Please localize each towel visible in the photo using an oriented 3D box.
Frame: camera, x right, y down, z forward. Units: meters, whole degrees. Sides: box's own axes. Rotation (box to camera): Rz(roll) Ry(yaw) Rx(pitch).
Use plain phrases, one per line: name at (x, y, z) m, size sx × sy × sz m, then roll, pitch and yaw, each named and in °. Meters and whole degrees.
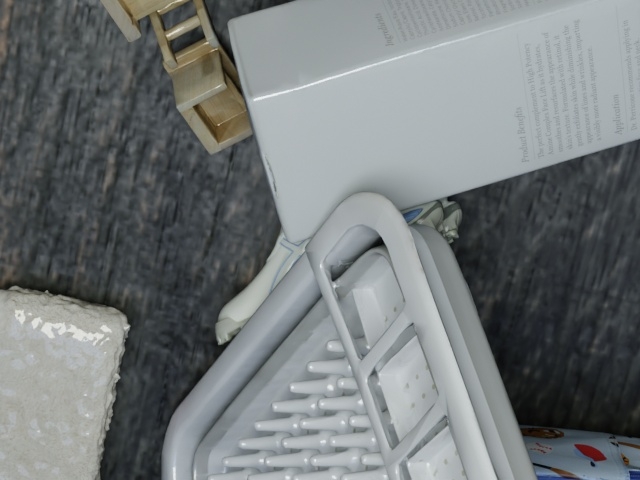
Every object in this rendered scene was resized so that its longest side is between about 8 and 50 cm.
towel at (-0.235, 0.155, 1.226) m, size 0.187 × 0.049 × 0.282 m, roll 13°, pitch 107°, yaw -3°

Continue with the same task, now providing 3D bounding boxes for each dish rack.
dish rack at (0.023, 0.163, 1.078) m, size 0.072 × 0.285 × 0.333 m, roll 0°, pitch 147°, yaw -33°

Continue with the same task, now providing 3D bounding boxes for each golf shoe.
golf shoe at (0.000, 0.000, 1.166) m, size 0.176 × 0.069 × 0.086 m, roll -32°, pitch 74°, yaw 16°

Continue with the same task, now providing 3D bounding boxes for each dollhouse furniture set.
dollhouse furniture set at (-0.027, -0.168, 1.107) m, size 0.182 × 0.101 × 0.161 m, roll -25°, pitch 129°, yaw 10°

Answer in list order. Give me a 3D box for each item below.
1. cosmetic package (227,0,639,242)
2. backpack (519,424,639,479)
cosmetic package at (0.072, -0.094, 1.074) m, size 0.231 × 0.085 × 0.117 m, roll -15°, pitch 133°, yaw -2°
backpack at (0.176, 0.239, 1.157) m, size 0.263 × 0.213 × 0.277 m, roll -1°, pitch 105°, yaw -8°
